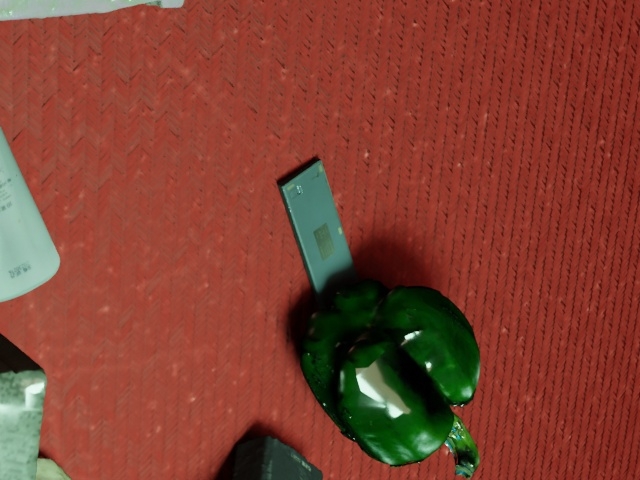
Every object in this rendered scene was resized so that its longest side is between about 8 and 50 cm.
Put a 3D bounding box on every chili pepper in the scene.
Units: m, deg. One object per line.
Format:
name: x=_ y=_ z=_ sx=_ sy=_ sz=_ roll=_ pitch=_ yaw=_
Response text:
chili pepper: x=0.085 y=0.158 z=1.759 sx=0.261 sy=0.165 sz=0.173 roll=55 pitch=52 yaw=-45

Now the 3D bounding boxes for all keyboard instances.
keyboard: x=0.001 y=0.000 z=1.720 sx=0.055 sy=0.014 sz=0.176 roll=-34 pitch=127 yaw=-23

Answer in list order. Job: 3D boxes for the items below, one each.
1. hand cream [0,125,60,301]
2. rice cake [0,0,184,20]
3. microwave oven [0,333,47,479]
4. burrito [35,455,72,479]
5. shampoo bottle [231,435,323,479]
hand cream: x=-0.293 y=-0.058 z=1.442 sx=0.079 sy=0.048 sz=0.255 roll=-28 pitch=127 yaw=-20
rice cake: x=-0.239 y=-0.239 z=1.400 sx=0.298 sy=0.050 sz=0.106 roll=-10 pitch=115 yaw=-36
microwave oven: x=-0.439 y=0.274 z=1.346 sx=0.374 sy=0.236 sz=0.432 roll=-5 pitch=112 yaw=-36
burrito: x=-0.248 y=0.364 z=1.547 sx=0.105 sy=0.299 sz=0.143 roll=-5 pitch=141 yaw=-21
shampoo bottle: x=-0.057 y=0.351 z=1.668 sx=0.098 sy=0.071 sz=0.309 roll=46 pitch=36 yaw=-37
